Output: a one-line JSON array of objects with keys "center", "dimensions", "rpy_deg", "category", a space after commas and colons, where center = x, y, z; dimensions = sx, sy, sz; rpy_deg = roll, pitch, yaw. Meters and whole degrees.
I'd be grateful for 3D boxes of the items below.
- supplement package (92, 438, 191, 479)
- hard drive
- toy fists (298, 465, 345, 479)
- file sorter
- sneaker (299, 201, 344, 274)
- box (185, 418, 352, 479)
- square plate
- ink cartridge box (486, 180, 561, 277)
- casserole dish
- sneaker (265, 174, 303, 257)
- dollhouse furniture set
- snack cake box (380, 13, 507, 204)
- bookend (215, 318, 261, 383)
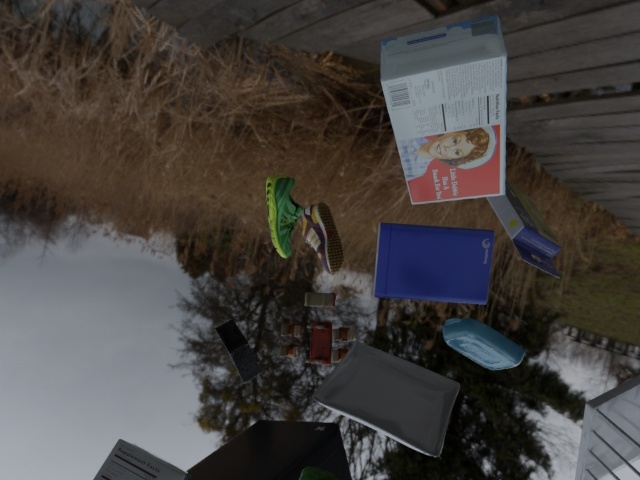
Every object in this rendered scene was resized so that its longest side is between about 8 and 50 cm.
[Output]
[{"center": [-0.346, 0.489, 0.782], "dimensions": [0.133, 0.244, 0.139], "rpy_deg": [26, 152, 4], "category": "supplement package"}, {"center": [0.316, 0.064, 1.294], "dimensions": [0.318, 0.211, 0.040], "rpy_deg": [4, -173, -1], "category": "hard drive"}, {"center": [0.023, 0.414, 0.632], "dimensions": [0.142, 0.096, 0.279], "rpy_deg": [38, 178, -6], "category": "toy fists"}, {"center": [0.657, 0.435, 0.913], "dimensions": [0.192, 0.278, 0.173], "rpy_deg": [-19, -149, -12], "category": "file sorter"}, {"center": [0.000, 0.000, 1.176], "dimensions": [0.083, 0.186, 0.069], "rpy_deg": [-17, 172, 40], "category": "sneaker"}, {"center": [-0.135, 0.741, 1.045], "dimensions": [0.297, 0.472, 0.479], "rpy_deg": [-12, -179, 35], "category": "box"}, {"center": [0.194, 0.434, 1.294], "dimensions": [0.343, 0.049, 0.347], "rpy_deg": [19, -159, 20], "category": "square plate"}, {"center": [0.654, -0.051, 1.461], "dimensions": [0.303, 0.072, 0.307], "rpy_deg": [18, -138, -42], "category": "ink cartridge box"}, {"center": [0.342, 0.225, 0.975], "dimensions": [0.188, 0.037, 0.114], "rpy_deg": [33, 148, -12], "category": "casserole dish"}, {"center": [-0.115, -0.075, 1.552], "dimensions": [0.123, 0.296, 0.109], "rpy_deg": [-7, -157, -10], "category": "sneaker"}, {"center": [0.004, 0.318, 1.673], "dimensions": [0.261, 0.259, 0.135], "rpy_deg": [-1, 172, 23], "category": "dollhouse furniture set"}, {"center": [0.188, -0.170, 0.672], "dimensions": [0.152, 0.089, 0.264], "rpy_deg": [-6, 145, 17], "category": "snack cake box"}, {"center": [-0.290, 0.387, 1.618], "dimensions": [0.072, 0.156, 0.157], "rpy_deg": [-27, -146, -18], "category": "bookend"}]
